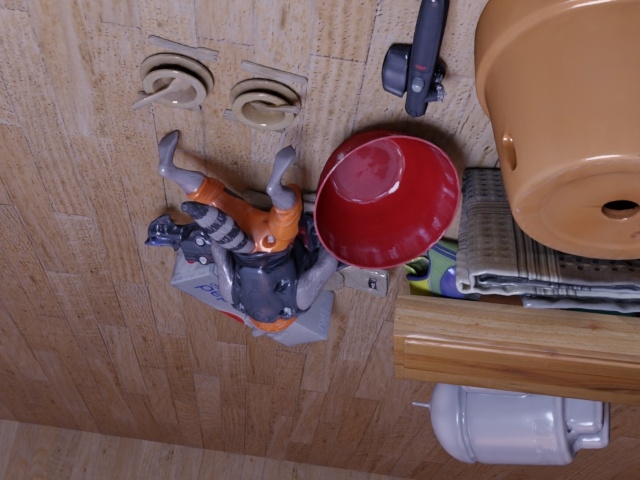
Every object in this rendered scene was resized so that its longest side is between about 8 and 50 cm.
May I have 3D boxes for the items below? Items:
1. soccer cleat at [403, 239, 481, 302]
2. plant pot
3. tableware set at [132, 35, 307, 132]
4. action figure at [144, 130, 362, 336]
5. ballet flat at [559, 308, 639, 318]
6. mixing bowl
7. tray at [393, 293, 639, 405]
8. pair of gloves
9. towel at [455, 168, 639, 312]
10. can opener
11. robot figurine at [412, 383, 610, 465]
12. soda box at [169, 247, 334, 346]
[{"bbox_3d":[0.176,0.073,1.472,0.121,0.093,0.289,34,156,3],"label":"soccer cleat"},{"bbox_3d":[0.289,-0.114,0.900,0.290,0.204,0.291,7,153,3],"label":"plant pot"},{"bbox_3d":[-0.119,-0.166,1.097,0.194,0.039,0.128,13,154,-10],"label":"tableware set"},{"bbox_3d":[-0.125,0.011,1.267,0.341,0.179,0.330,-1,136,21],"label":"action figure"},{"bbox_3d":[0.496,0.103,1.414,0.096,0.095,0.280,12,156,-36],"label":"ballet flat"},{"bbox_3d":[0.070,-0.066,1.143,0.181,0.098,0.182,-7,123,-11],"label":"mixing bowl"},{"bbox_3d":[0.318,0.171,1.409,0.410,0.076,0.203,5,155,8],"label":"tray"},{"bbox_3d":[0.000,0.000,1.393,0.204,0.042,0.240,7,148,16],"label":"pair of gloves"},{"bbox_3d":[0.310,0.001,1.052,0.312,0.324,0.056,5,114,7],"label":"towel"},{"bbox_3d":[0.105,-0.192,0.957,0.073,0.059,0.186,9,154,-1],"label":"can opener"},{"bbox_3d":[0.359,0.320,1.763,0.353,0.200,0.300,-5,141,25],"label":"robot figurine"},{"bbox_3d":[-0.106,0.081,1.535,0.098,0.091,0.286,-13,147,38],"label":"soda box"}]
